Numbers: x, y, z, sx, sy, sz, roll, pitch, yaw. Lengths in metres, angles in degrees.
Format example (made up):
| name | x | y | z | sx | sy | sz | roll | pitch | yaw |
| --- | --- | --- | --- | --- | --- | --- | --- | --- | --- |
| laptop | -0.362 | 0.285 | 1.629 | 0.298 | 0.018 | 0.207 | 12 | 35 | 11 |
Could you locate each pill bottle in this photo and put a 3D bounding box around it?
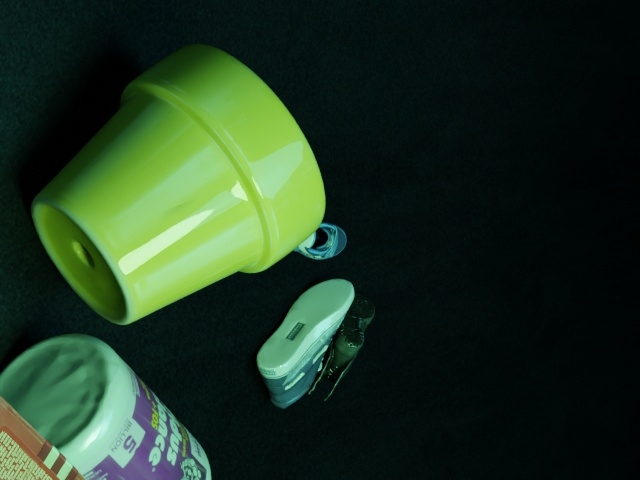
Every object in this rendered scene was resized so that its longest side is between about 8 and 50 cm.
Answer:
| name | x | y | z | sx | sy | sz | roll | pitch | yaw |
| --- | --- | --- | --- | --- | --- | --- | --- | --- | --- |
| pill bottle | -0.221 | 0.246 | 1.543 | 0.169 | 0.169 | 0.301 | -62 | 143 | -25 |

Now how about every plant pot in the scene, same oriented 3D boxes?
| name | x | y | z | sx | sy | sz | roll | pitch | yaw |
| --- | --- | --- | --- | --- | --- | --- | --- | --- | --- |
| plant pot | -0.165 | -0.044 | 1.510 | 0.239 | 0.254 | 0.254 | -37 | 130 | -26 |

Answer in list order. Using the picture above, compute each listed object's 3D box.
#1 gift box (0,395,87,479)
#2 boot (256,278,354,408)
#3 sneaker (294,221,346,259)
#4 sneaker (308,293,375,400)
| name | x | y | z | sx | sy | sz | roll | pitch | yaw |
| --- | --- | --- | --- | --- | --- | --- | --- | --- | --- |
| gift box | -0.369 | 0.270 | 1.248 | 0.255 | 0.258 | 0.276 | -58 | 141 | -30 |
| boot | -0.016 | 0.138 | 1.926 | 0.190 | 0.069 | 0.086 | -44 | 140 | -31 |
| sneaker | 0.000 | 0.000 | 1.910 | 0.144 | 0.059 | 0.053 | 5 | 91 | -57 |
| sneaker | 0.029 | 0.147 | 1.997 | 0.089 | 0.051 | 0.170 | -60 | -175 | 28 |
